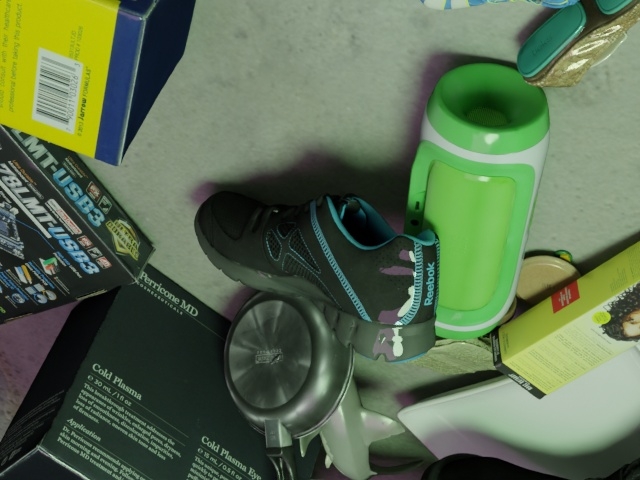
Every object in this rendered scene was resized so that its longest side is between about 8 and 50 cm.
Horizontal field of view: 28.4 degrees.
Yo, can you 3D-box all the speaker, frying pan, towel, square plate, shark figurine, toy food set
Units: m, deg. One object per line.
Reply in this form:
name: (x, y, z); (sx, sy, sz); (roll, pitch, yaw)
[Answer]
speaker: (0.155, -0.033, 1.305); (0.131, 0.131, 0.296); (12, 136, 8)
frying pan: (-0.065, 0.199, 1.508); (0.197, 0.326, 0.053); (19, -178, 39)
towel: (0.162, 0.134, 1.488); (0.110, 0.027, 0.148); (-13, 159, 31)
square plate: (0.330, 0.262, 1.583); (0.347, 0.049, 0.344); (-24, 122, 36)
shark figurine: (0.058, 0.245, 1.586); (0.116, 0.166, 0.278); (-7, 131, 19)
toy food set: (0.255, 0.046, 1.419); (0.083, 0.020, 0.083); (-5, 130, 24)

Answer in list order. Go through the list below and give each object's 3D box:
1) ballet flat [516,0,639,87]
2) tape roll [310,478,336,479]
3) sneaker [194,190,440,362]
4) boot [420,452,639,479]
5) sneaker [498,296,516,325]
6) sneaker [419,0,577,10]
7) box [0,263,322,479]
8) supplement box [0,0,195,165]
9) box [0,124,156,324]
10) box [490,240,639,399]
ballet flat: (0.264, -0.209, 1.148); (0.067, 0.073, 0.206); (11, 146, -32)
tape roll: (0.079, 0.440, 1.762); (0.392, 0.072, 0.392); (11, 150, 6)
sneaker: (0.000, 0.000, 1.358); (0.341, 0.125, 0.139); (26, 118, 36)
boot: (0.319, 0.309, 1.499); (0.348, 0.131, 0.260); (21, 144, -17)
sneaker: (0.133, 0.082, 1.478); (0.192, 0.064, 0.086); (2, 149, 11)
sneaker: (0.170, -0.245, 1.091); (0.240, 0.126, 0.091); (-24, 121, 35)
box: (-0.193, 0.256, 1.577); (0.343, 0.312, 0.179); (38, 134, -17)
supplement box: (-0.311, -0.254, 1.206); (0.357, 0.194, 0.195); (20, 136, 0)
box: (-0.401, -0.036, 1.540); (0.293, 0.073, 0.295); (-19, 124, 32)
box: (0.300, 0.084, 1.379); (0.087, 0.058, 0.232); (35, 125, -28)
